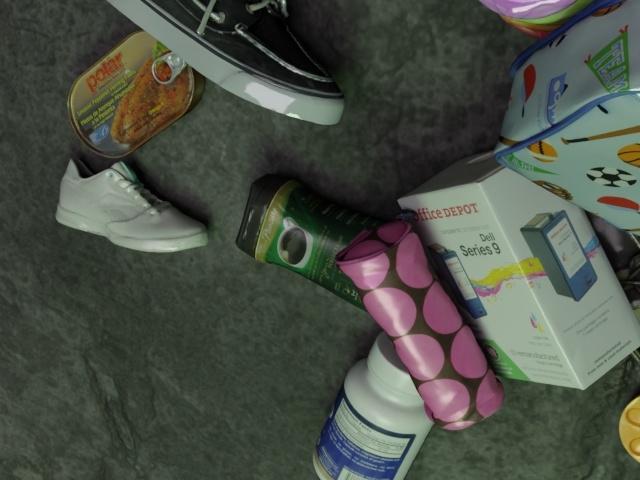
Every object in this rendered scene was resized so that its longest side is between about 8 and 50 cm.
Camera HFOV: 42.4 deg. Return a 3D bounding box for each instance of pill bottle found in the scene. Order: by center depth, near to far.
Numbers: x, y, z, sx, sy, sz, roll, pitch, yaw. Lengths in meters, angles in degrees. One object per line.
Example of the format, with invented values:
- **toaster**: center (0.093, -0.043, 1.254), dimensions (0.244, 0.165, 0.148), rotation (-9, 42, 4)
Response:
- **pill bottle**: center (0.070, 0.197, 0.934), dimensions (0.112, 0.112, 0.186), rotation (28, 119, 11)

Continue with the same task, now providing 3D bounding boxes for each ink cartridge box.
- **ink cartridge box**: center (0.185, 0.024, 0.784), dimensions (0.212, 0.093, 0.154), rotation (63, 159, -8)

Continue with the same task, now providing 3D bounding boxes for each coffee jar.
- **coffee jar**: center (0.000, 0.000, 0.902), dimensions (0.184, 0.079, 0.096), rotation (25, 118, 12)

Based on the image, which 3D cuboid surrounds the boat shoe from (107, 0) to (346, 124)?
- **boat shoe**: center (-0.089, -0.228, 0.832), dimensions (0.306, 0.113, 0.104), rotation (39, 116, 23)

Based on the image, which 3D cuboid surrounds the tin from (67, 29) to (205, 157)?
- **tin**: center (-0.214, -0.170, 0.953), dimensions (0.190, 0.040, 0.106), rotation (-27, 102, 30)

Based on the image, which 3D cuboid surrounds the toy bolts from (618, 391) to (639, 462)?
- **toy bolts**: center (0.360, 0.284, 0.813), dimensions (0.218, 0.158, 0.228), rotation (38, 121, 5)

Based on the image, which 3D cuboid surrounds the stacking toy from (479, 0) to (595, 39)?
- **stacking toy**: center (0.165, -0.220, 0.604), dimensions (0.175, 0.302, 0.165), rotation (43, 121, 7)

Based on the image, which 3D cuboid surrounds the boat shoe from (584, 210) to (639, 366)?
- **boat shoe**: center (0.304, 0.049, 0.789), dimensions (0.080, 0.073, 0.223), rotation (-29, 98, 31)

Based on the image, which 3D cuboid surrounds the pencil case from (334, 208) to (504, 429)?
- **pencil case**: center (0.097, 0.080, 0.805), dimensions (0.209, 0.095, 0.098), rotation (61, 165, -13)

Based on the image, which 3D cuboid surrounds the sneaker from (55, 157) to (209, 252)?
- **sneaker**: center (-0.229, -0.047, 0.993), dimensions (0.212, 0.080, 0.094), rotation (15, 104, 19)

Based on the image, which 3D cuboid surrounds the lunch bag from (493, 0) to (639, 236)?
- **lunch bag**: center (0.302, -0.075, 0.612), dimensions (0.304, 0.243, 0.114), rotation (18, 76, -11)
